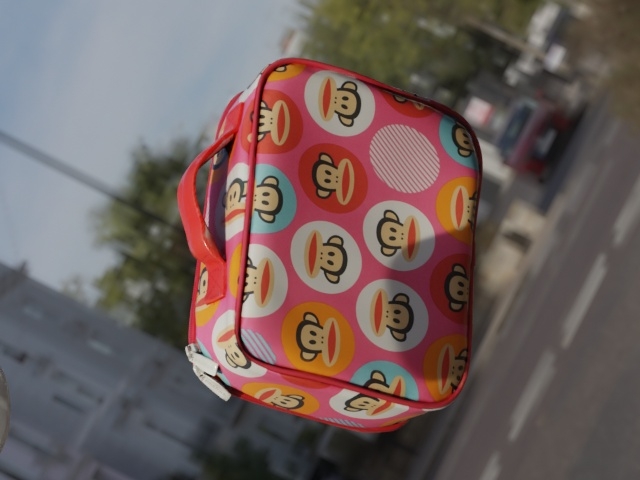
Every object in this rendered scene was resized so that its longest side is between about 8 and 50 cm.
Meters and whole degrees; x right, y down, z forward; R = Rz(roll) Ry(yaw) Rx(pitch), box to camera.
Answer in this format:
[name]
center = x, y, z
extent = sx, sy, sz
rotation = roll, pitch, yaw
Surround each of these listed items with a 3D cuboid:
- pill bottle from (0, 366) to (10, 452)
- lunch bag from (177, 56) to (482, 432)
[pill bottle]
center = -0.256, 0.108, 1.014
extent = 0.208, 0.119, 0.119
rotation = -27, 28, 48
[lunch bag]
center = 0.000, 0.000, 1.595
extent = 0.120, 0.258, 0.293
rotation = -33, 45, 57
